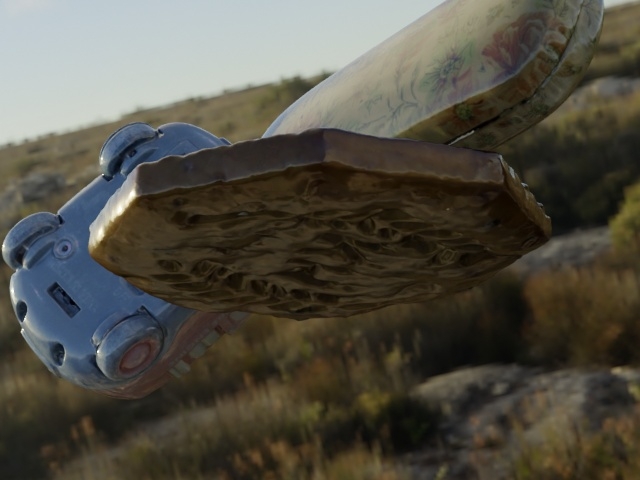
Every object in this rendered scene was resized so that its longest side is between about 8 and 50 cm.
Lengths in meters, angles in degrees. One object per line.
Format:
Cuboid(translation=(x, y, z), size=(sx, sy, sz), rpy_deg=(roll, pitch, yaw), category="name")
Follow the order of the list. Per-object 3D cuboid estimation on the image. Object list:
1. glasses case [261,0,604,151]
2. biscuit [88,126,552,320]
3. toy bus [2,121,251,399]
Cuboid(translation=(0.071, -0.113, 1.175), size=(0.425, 0.098, 0.156), rpy_deg=(-26, 38, 48), category="glasses case")
Cuboid(translation=(0.000, 0.000, 1.042), size=(0.359, 0.046, 0.359), rpy_deg=(-3, -19, -1), category="biscuit")
Cuboid(translation=(-0.168, 0.036, 1.429), size=(0.294, 0.197, 0.232), rpy_deg=(-45, -27, -6), category="toy bus")
